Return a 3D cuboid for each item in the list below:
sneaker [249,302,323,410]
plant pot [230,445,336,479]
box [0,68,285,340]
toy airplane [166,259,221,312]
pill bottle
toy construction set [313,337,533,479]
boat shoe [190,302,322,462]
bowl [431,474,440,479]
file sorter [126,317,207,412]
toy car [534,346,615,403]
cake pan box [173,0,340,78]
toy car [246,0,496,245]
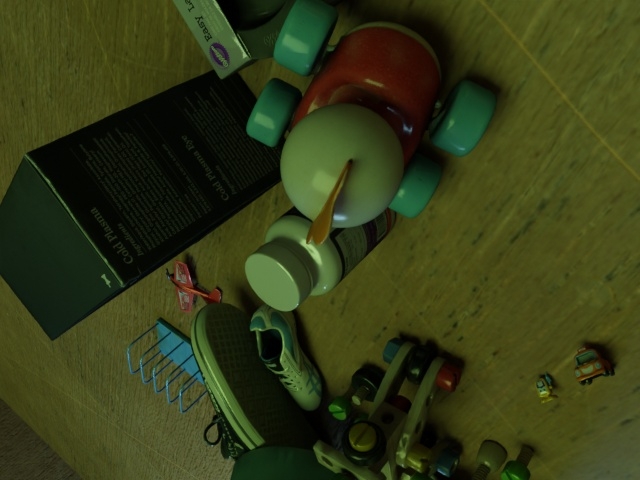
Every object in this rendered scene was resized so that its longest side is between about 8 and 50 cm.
[{"bbox_3d":[-0.063,0.214,1.055,0.085,0.086,0.237,1,123,39],"label":"sneaker"},{"bbox_3d":[-0.042,0.524,0.986,0.293,0.235,0.293,8,132,9],"label":"plant pot"},{"bbox_3d":[-0.260,-0.046,0.847,0.179,0.312,0.343,54,140,-6],"label":"box"},{"bbox_3d":[-0.244,0.096,1.167,0.151,0.028,0.151,24,136,26],"label":"toy airplane"},{"bbox_3d":[0.000,0.000,0.741,0.108,0.193,0.108,24,134,27],"label":"pill bottle"},{"bbox_3d":[0.128,0.326,0.851,0.309,0.237,0.257,36,139,14],"label":"toy construction set"},{"bbox_3d":[-0.128,0.335,1.125,0.156,0.186,0.500,-12,119,25],"label":"boat shoe"},{"bbox_3d":[0.190,0.557,0.973,0.163,0.311,0.311,25,139,-4],"label":"bowl"},{"bbox_3d":[-0.331,0.282,1.334,0.170,0.104,0.118,30,137,20],"label":"file sorter"},{"bbox_3d":[0.291,0.161,0.719,0.122,0.060,0.040,-42,58,44],"label":"toy car"},{"bbox_3d":[-0.090,-0.336,0.655,0.246,0.070,0.266,-13,113,49],"label":"cake pan box"},{"bbox_3d":[0.020,-0.076,0.586,0.219,0.238,0.210,28,139,-4],"label":"toy car"}]
